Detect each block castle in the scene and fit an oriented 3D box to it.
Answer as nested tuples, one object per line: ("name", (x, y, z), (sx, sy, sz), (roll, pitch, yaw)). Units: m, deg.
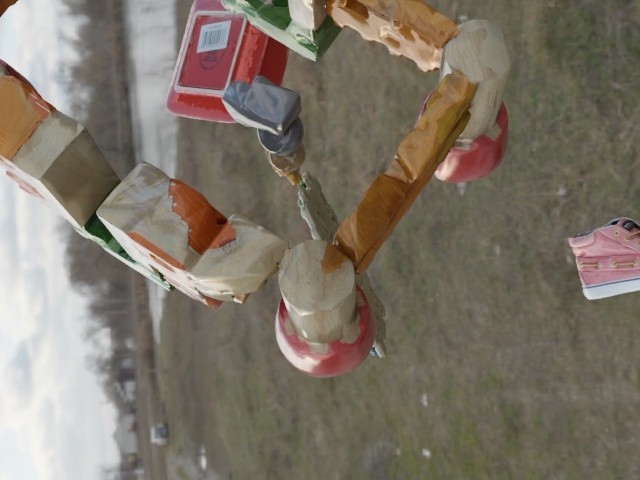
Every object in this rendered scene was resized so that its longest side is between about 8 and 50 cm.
("block castle", (-0.091, -0.114, 0.778), (0.303, 0.453, 0.213), (-55, -13, -15))

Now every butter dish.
("butter dish", (-0.096, -0.216, 1.128), (0.160, 0.118, 0.160), (14, 89, 43))

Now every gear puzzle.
("gear puzzle", (0.000, 0.000, 1.229), (0.339, 0.044, 0.175), (62, -168, -17))

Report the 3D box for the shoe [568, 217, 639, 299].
("shoe", (0.371, 0.010, 1.036), (0.178, 0.063, 0.081), (-19, 92, 43))
